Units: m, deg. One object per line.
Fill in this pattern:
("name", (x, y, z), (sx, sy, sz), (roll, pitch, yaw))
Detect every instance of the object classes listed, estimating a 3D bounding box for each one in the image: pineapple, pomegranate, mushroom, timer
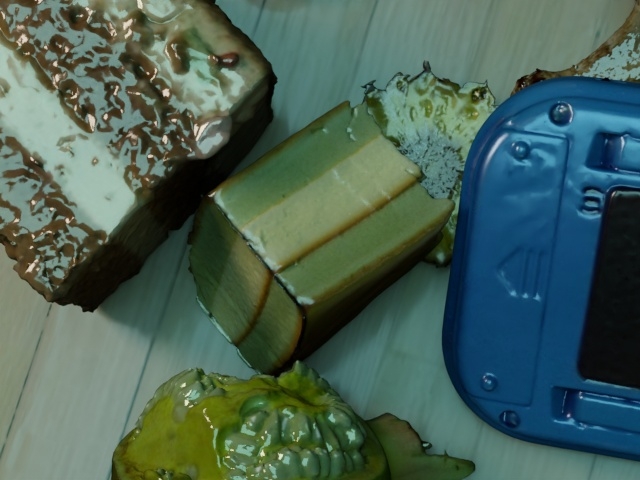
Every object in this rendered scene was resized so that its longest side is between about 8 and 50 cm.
("pineapple", (0.107, -0.071, 1.493), (0.221, 0.047, 0.221), (0, 85, 5))
("pomegranate", (-0.029, 0.226, 1.367), (0.341, 0.260, 0.260), (-4, 80, -20))
("mushroom", (0.289, -0.159, 1.440), (0.217, 0.148, 0.227), (-33, 70, 4))
("timer", (0.271, 0.030, 1.377), (0.309, 0.115, 0.340), (9, 104, 8))

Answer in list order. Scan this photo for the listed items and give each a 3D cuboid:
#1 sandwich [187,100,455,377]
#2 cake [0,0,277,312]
("sandwich", (0.000, 0.000, 1.431), (0.198, 0.227, 0.155), (-35, 81, -21))
("cake", (-0.207, -0.115, 1.422), (0.290, 0.282, 0.255), (-41, 86, -5))
